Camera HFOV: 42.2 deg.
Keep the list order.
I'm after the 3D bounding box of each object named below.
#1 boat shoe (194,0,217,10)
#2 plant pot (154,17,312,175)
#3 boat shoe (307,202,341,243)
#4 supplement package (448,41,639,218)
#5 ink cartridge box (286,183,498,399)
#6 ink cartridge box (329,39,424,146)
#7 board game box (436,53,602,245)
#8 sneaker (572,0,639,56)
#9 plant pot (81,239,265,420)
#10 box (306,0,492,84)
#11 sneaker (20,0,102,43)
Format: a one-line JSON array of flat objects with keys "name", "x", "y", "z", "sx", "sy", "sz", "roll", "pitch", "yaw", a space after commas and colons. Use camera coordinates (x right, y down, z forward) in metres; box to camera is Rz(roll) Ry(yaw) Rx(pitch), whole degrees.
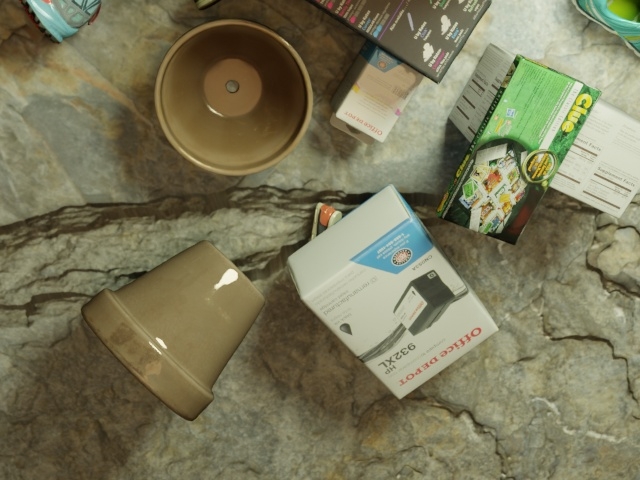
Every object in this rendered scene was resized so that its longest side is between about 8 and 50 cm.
[{"name": "boat shoe", "x": -0.110, "y": -0.433, "z": 1.224, "sx": 0.223, "sy": 0.080, "sz": 0.073, "roll": -39, "pitch": 106, "yaw": 3}, {"name": "plant pot", "x": -0.135, "y": -0.227, "z": 1.283, "sx": 0.237, "sy": 0.110, "sz": 0.237, "roll": -3, "pitch": 112, "yaw": -7}, {"name": "boat shoe", "x": 0.000, "y": 0.000, "z": 1.432, "sx": 0.043, "sy": 0.049, "sz": 0.137, "roll": 28, "pitch": 123, "yaw": 22}, {"name": "supplement package", "x": 0.371, "y": -0.179, "z": 1.321, "sx": 0.262, "sy": 0.204, "sz": 0.145, "roll": 23, "pitch": 110, "yaw": -16}, {"name": "ink cartridge box", "x": 0.126, "y": 0.095, "z": 1.413, "sx": 0.223, "sy": 0.129, "sz": 0.307, "roll": -37, "pitch": 123, "yaw": 8}, {"name": "ink cartridge box", "x": 0.082, "y": -0.233, "z": 1.322, "sx": 0.092, "sy": 0.090, "sz": 0.143, "roll": 28, "pitch": 107, "yaw": -17}, {"name": "board game box", "x": 0.285, "y": -0.126, "z": 1.208, "sx": 0.136, "sy": 0.030, "sz": 0.259, "roll": 21, "pitch": 112, "yaw": -12}, {"name": "sneaker", "x": 0.527, "y": -0.350, "z": 1.325, "sx": 0.275, "sy": 0.110, "sz": 0.107, "roll": 18, "pitch": 108, "yaw": -15}, {"name": "plant pot", "x": -0.221, "y": 0.125, "z": 1.361, "sx": 0.229, "sy": 0.263, "sz": 0.263, "roll": -45, "pitch": 112, "yaw": -7}, {"name": "box", "x": 0.091, "y": -0.366, "z": 1.208, "sx": 0.270, "sy": 0.165, "sz": 0.143, "roll": 30, "pitch": 106, "yaw": -9}, {"name": "sneaker", "x": -0.410, "y": -0.423, "z": 1.187, "sx": 0.125, "sy": 0.104, "sz": 0.262, "roll": -35, "pitch": 118, "yaw": -12}]
